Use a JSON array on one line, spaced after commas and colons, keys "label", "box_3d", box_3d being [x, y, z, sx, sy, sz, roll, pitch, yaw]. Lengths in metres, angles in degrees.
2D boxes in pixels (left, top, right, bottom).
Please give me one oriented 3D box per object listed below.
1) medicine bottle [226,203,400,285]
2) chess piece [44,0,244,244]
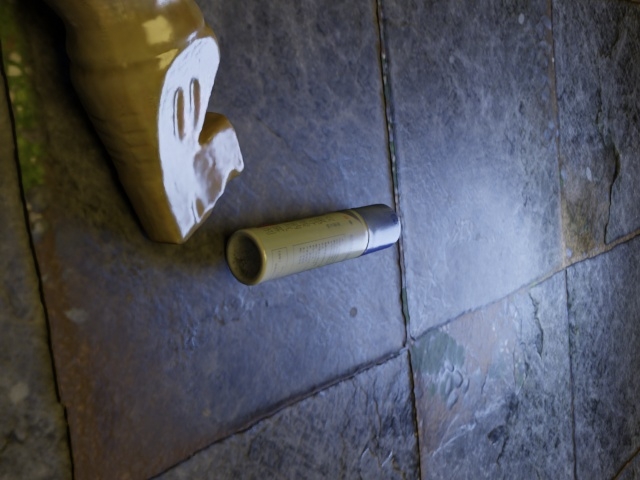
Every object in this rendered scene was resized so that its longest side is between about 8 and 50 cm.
[{"label": "medicine bottle", "box_3d": [0.000, 0.000, 0.840, 0.231, 0.059, 0.059, -13, 101, -48]}, {"label": "chess piece", "box_3d": [-0.146, -0.141, 0.642, 0.137, 0.137, 0.300, -45, 136, -38]}]
